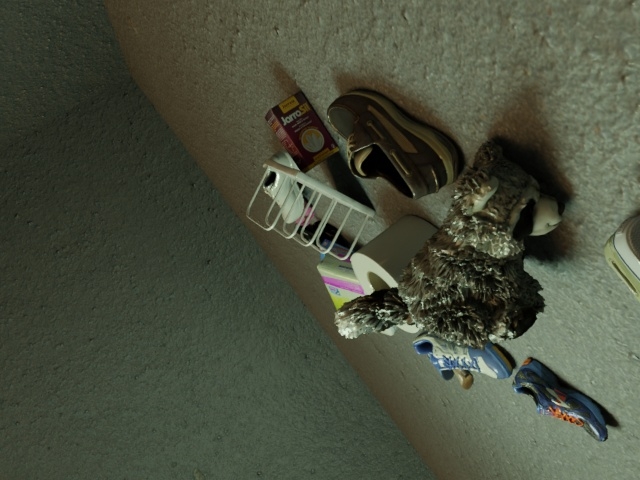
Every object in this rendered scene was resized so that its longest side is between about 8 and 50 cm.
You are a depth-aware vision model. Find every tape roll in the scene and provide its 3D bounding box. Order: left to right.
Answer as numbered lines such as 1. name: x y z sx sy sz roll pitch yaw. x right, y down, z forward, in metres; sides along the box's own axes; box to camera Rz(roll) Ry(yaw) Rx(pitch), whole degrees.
1. tape roll: 0.217 0.082 1.222 0.246 0.169 0.246 49 164 19

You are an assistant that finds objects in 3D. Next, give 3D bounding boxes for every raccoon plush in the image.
1. raccoon plush: 0.182 0.030 0.852 0.216 0.447 0.299 -85 -28 -60

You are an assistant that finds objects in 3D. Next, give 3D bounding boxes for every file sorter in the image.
1. file sorter: -0.033 -0.079 1.377 0.278 0.173 0.193 23 -175 -35

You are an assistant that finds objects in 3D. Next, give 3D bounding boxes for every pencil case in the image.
1. pencil case: -0.115 -0.143 1.863 0.209 0.095 0.098 47 177 29

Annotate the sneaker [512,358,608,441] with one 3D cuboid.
1. sneaker: 0.520 0.362 1.090 0.221 0.087 0.083 38 159 45

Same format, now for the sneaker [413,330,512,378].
1. sneaker: 0.375 0.316 1.338 0.296 0.131 0.111 21 142 61

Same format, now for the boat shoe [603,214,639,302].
1. boat shoe: 0.489 0.094 0.627 0.302 0.109 0.094 59 -178 16

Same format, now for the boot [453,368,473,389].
1. boot: 0.430 0.405 1.543 0.087 0.042 0.118 47 163 45

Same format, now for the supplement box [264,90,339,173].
1. supplement box: -0.050 -0.288 1.331 0.188 0.104 0.081 56 164 -8

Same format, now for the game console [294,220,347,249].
1. game console: 0.000 0.000 1.913 0.361 0.044 0.213 28 150 55

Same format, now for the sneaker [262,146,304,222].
1. sneaker: -0.136 -0.177 1.688 0.111 0.129 0.297 34 144 38

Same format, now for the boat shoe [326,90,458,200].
1. boat shoe: 0.112 -0.197 1.002 0.355 0.130 0.132 40 159 41

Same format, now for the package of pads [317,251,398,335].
1. package of pads: 0.143 0.179 1.662 0.229 0.101 0.296 12 142 36

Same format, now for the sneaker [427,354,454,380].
1. sneaker: 0.384 0.383 1.600 0.144 0.053 0.059 63 163 -2

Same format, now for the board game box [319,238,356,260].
1. board game box: 0.083 0.103 1.766 0.160 0.047 0.210 23 147 25
